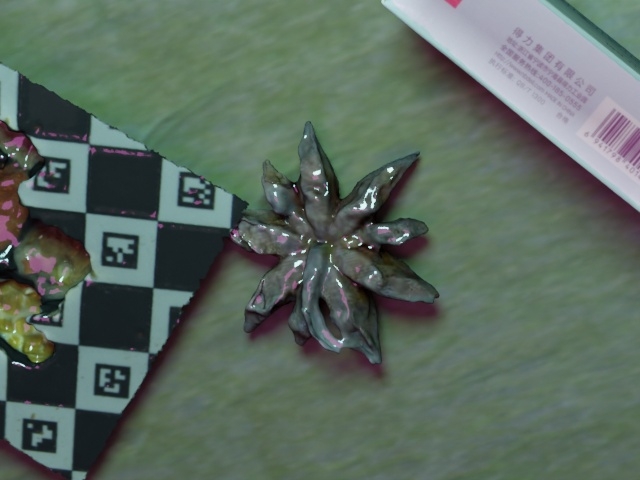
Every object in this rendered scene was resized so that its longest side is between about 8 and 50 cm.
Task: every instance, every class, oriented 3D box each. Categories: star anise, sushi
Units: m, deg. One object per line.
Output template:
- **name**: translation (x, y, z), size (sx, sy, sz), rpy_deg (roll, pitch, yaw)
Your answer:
- **star anise**: translation (0.000, 0.000, 1.540), size (0.195, 0.065, 0.182), rpy_deg (10, 99, 18)
- **sushi**: translation (-0.242, 0.007, 1.582), size (0.292, 0.059, 0.294), rpy_deg (32, 110, -9)

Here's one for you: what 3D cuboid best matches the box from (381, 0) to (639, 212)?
- **box**: translation (0.173, -0.128, 1.440), size (0.269, 0.135, 0.079), rpy_deg (39, 104, 0)
